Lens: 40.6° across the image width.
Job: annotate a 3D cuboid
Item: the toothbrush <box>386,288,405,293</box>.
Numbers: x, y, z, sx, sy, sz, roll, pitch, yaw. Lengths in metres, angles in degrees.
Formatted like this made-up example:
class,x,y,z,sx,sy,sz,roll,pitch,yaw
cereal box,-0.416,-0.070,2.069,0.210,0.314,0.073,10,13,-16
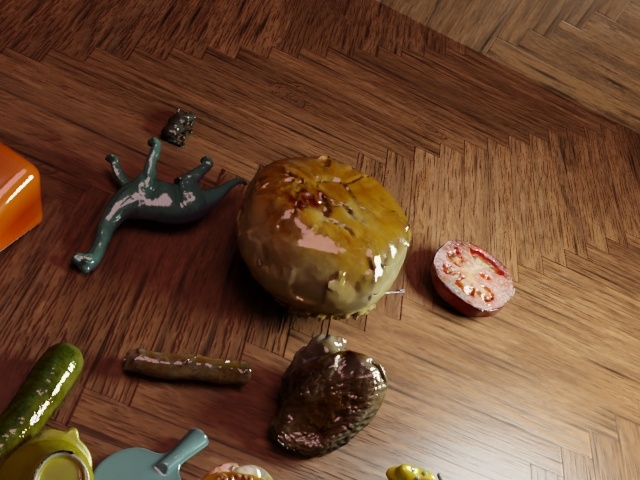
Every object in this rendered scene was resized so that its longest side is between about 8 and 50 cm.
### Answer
class,x,y,z,sx,sy,sz,roll,pitch,yaw
toothbrush,0.160,0.121,2.024,0.097,0.008,0.006,-3,35,-35

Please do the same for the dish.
class,x,y,z,sx,sy,sz,roll,pitch,yaw
dish,-0.395,0.362,1.281,0.149,0.080,0.207,35,49,-22

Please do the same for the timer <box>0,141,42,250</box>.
class,x,y,z,sx,sy,sz,roll,pitch,yaw
timer,-0.684,-0.082,1.598,0.257,0.161,0.250,34,53,3

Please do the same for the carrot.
class,x,y,z,sx,sy,sz,roll,pitch,yaw
carrot,-0.478,0.292,1.350,0.074,0.074,0.358,30,39,-3

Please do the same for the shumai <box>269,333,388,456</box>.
class,x,y,z,sx,sy,sz,roll,pitch,yaw
shumai,0.011,0.295,1.649,0.184,0.218,0.185,30,-1,-8

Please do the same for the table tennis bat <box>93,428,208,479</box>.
class,x,y,z,sx,sy,sz,roll,pitch,yaw
table tennis bat,-0.272,0.385,1.417,0.149,0.038,0.237,39,42,13

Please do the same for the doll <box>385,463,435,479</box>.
class,x,y,z,sx,sy,sz,roll,pitch,yaw
doll,0.152,0.473,1.596,0.135,0.071,0.113,3,63,-20

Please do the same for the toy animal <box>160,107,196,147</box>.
class,x,y,z,sx,sy,sz,roll,pitch,yaw
toy animal,-0.339,-0.280,2.096,0.065,0.047,0.135,22,44,0

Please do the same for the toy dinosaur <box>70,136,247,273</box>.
class,x,y,z,sx,sy,sz,roll,pitch,yaw
toy dinosaur,-0.323,-0.040,1.821,0.383,0.129,0.331,13,52,-25

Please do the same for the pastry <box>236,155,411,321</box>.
class,x,y,z,sx,sy,sz,roll,pitch,yaw
pastry,0.000,0.000,1.854,0.410,0.245,0.409,16,40,-14

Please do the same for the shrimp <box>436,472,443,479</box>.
class,x,y,z,sx,sy,sz,roll,pitch,yaw
shrimp,0.185,0.509,1.476,0.410,0.166,0.221,24,68,-9

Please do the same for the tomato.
class,x,y,z,sx,sy,sz,roll,pitch,yaw
tomato,0.359,0.105,2.115,0.225,0.085,0.225,17,43,-17

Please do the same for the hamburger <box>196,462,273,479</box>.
class,x,y,z,sx,sy,sz,roll,pitch,yaw
hamburger,-0.134,0.461,1.334,0.237,0.147,0.237,16,42,-16

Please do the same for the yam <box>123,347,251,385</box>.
class,x,y,z,sx,sy,sz,roll,pitch,yaw
yam,-0.240,0.232,1.590,0.241,0.057,0.057,10,42,-24
